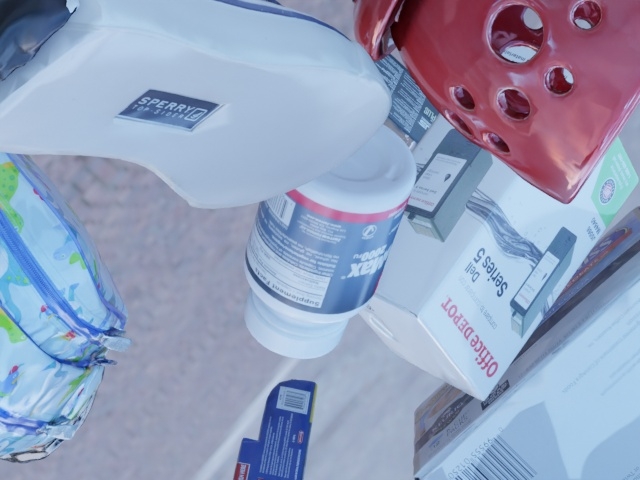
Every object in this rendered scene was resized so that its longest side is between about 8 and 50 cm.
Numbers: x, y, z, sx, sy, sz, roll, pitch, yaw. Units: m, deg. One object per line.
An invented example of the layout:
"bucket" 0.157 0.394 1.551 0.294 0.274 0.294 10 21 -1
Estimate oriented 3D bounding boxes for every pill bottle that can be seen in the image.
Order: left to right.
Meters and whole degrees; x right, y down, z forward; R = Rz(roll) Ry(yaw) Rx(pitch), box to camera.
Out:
"pill bottle" 0.000 0.000 1.333 0.108 0.108 0.180 -38 155 -44

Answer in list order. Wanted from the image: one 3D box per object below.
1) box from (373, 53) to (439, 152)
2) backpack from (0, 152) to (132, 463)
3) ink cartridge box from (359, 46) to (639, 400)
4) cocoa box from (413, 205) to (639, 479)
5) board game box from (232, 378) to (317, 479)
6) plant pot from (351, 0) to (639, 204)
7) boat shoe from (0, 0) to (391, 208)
"box" 0.068 -0.108 1.914 0.147 0.180 0.077 -28 -153 46
"backpack" -0.277 0.027 1.278 0.273 0.290 0.355 -35 173 12
"ink cartridge box" 0.155 -0.016 1.614 0.273 0.115 0.198 -54 145 -10
"cocoa box" 0.292 0.175 1.806 0.347 0.231 0.228 -44 -172 11
"board game box" -0.055 0.250 1.512 0.194 0.060 0.194 -80 -178 -56
"plant pot" 0.125 -0.143 1.012 0.191 0.174 0.191 -56 176 -7
"boat shoe" -0.086 -0.119 0.851 0.127 0.158 0.340 -35 162 16
